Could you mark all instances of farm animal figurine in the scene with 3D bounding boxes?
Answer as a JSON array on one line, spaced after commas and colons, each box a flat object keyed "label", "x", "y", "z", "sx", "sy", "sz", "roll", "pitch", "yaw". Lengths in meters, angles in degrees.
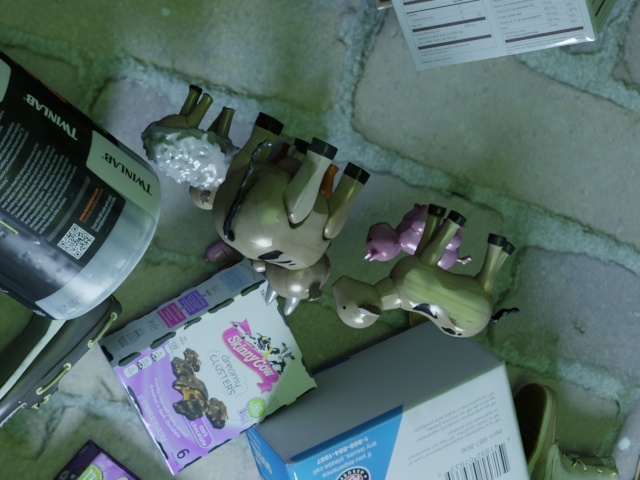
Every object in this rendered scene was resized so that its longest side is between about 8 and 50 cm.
[{"label": "farm animal figurine", "x": 0.000, "y": 0.000, "z": 1.512, "sx": 0.326, "sy": 0.330, "sz": 0.172, "roll": 29, "pitch": 87, "yaw": -48}]

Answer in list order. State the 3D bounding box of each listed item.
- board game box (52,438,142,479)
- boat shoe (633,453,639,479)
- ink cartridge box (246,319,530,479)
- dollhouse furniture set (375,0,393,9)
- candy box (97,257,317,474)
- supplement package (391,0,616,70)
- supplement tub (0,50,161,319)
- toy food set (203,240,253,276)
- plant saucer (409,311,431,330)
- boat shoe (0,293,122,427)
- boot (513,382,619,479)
[{"label": "board game box", "x": -0.303, "y": 0.419, "z": 1.671, "sx": 0.347, "sy": 0.056, "sz": 0.208, "roll": -48, "pitch": 124, "yaw": -6}, {"label": "boat shoe", "x": 0.466, "y": 0.335, "z": 2.014, "sx": 0.064, "sy": 0.060, "sz": 0.178, "roll": 25, "pitch": 93, "yaw": -30}, {"label": "ink cartridge box", "x": 0.101, "y": 0.337, "z": 1.769, "sx": 0.285, "sy": 0.166, "sz": 0.395, "roll": -23, "pitch": 116, "yaw": -17}, {"label": "dollhouse furniture set", "x": 0.002, "y": -0.340, "z": 1.582, "sx": 0.161, "sy": 0.101, "sz": 0.182, "roll": -12, "pitch": 113, "yaw": 4}, {"label": "candy box", "x": -0.125, "y": 0.140, "z": 1.648, "sx": 0.196, "sy": 0.070, "sz": 0.165, "roll": -30, "pitch": 120, "yaw": -11}, {"label": "supplement package", "x": 0.207, "y": -0.313, "z": 1.541, "sx": 0.262, "sy": 0.204, "sz": 0.145, "roll": -55, "pitch": 131, "yaw": -50}, {"label": "supplement tub", "x": -0.325, "y": -0.076, "z": 1.419, "sx": 0.316, "sy": 0.193, "sz": 0.193, "roll": 39, "pitch": 87, "yaw": -32}, {"label": "toy food set", "x": -0.098, "y": 0.033, "z": 1.669, "sx": 0.078, "sy": 0.019, "sz": 0.122, "roll": 0, "pitch": 113, "yaw": -26}, {"label": "plant saucer", "x": 0.143, "y": 0.086, "z": 1.805, "sx": 0.083, "sy": 0.015, "sz": 0.083, "roll": -8, "pitch": 109, "yaw": -24}, {"label": "boat shoe", "x": -0.303, "y": 0.138, "z": 1.562, "sx": 0.068, "sy": 0.081, "sz": 0.228, "roll": 42, "pitch": 82, "yaw": -26}, {"label": "boot", "x": 0.317, "y": 0.284, "z": 1.918, "sx": 0.165, "sy": 0.077, "sz": 0.213, "roll": 0, "pitch": 107, "yaw": -28}]
